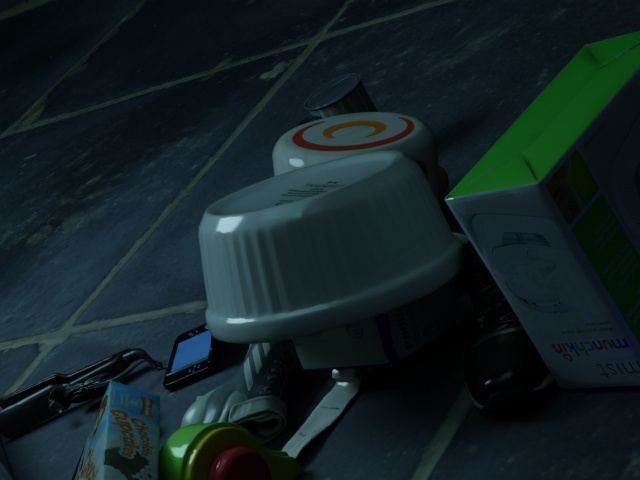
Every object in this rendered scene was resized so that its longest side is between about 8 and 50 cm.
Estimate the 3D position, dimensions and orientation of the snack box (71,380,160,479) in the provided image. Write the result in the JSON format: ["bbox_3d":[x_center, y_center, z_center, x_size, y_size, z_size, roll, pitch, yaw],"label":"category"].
[{"bbox_3d":[-0.209,0.288,1.702,0.322,0.060,0.187,-100,31,-67],"label":"snack box"}]

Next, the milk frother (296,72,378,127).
[{"bbox_3d":[0.052,-0.126,2.301,0.143,0.134,0.129,-3,36,49],"label":"milk frother"}]

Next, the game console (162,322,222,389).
[{"bbox_3d":[-0.147,0.104,2.141,0.107,0.071,0.122,-24,22,16],"label":"game console"}]

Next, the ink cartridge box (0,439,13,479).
[{"bbox_3d":[-0.539,0.292,2.158,0.306,0.131,0.226,-34,22,-6],"label":"ink cartridge box"}]

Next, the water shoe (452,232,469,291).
[{"bbox_3d":[0.095,0.027,2.003,0.203,0.073,0.080,-17,17,24],"label":"water shoe"}]

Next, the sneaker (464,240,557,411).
[{"bbox_3d":[0.174,0.052,1.774,0.107,0.124,0.283,-22,24,22],"label":"sneaker"}]

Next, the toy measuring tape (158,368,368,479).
[{"bbox_3d":[-0.071,0.196,1.792,0.121,0.121,0.330,-6,32,46],"label":"toy measuring tape"}]

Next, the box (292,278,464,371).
[{"bbox_3d":[0.057,0.079,1.889,0.126,0.072,0.137,-8,13,43],"label":"box"}]

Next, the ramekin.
[{"bbox_3d":[0.000,0.000,1.834,0.273,0.127,0.273,-17,11,3],"label":"ramekin"}]

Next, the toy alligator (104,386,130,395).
[{"bbox_3d":[-0.231,0.194,2.079,0.056,0.051,0.189,-30,22,1],"label":"toy alligator"}]

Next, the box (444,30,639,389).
[{"bbox_3d":[0.276,-0.029,1.677,0.127,0.231,0.262,-9,29,50],"label":"box"}]

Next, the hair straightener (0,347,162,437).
[{"bbox_3d":[-0.297,0.191,2.197,0.230,0.047,0.089,-19,24,15],"label":"hair straightener"}]

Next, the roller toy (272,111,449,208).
[{"bbox_3d":[0.045,-0.059,2.120,0.191,0.146,0.209,-1,21,14],"label":"roller toy"}]

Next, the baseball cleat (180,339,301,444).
[{"bbox_3d":[-0.055,0.159,1.935,0.109,0.072,0.206,16,54,43],"label":"baseball cleat"}]
